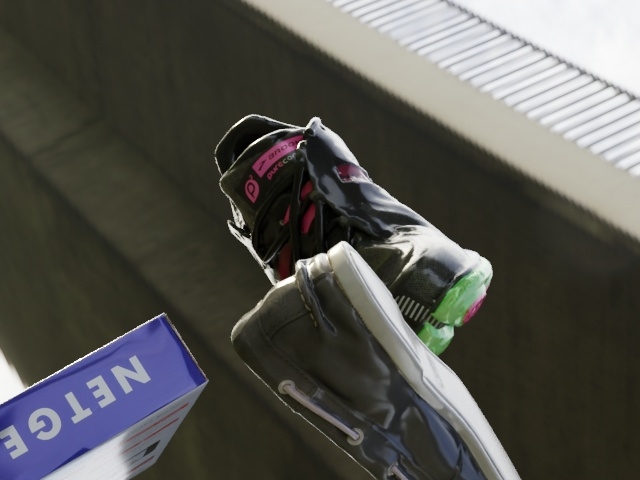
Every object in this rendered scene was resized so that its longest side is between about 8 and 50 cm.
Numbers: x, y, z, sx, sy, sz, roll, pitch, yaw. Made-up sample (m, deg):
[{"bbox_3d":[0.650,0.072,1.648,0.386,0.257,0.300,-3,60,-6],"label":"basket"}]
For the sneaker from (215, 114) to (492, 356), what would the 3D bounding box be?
[{"bbox_3d":[0.000,0.000,1.444,0.202,0.185,0.483,42,-2,-26],"label":"sneaker"}]

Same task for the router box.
[{"bbox_3d":[-0.292,0.229,1.483,0.082,0.335,0.301,55,-26,11],"label":"router box"}]

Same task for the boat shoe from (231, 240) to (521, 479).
[{"bbox_3d":[0.055,0.130,1.043,0.335,0.095,0.112,53,11,-38],"label":"boat shoe"}]
